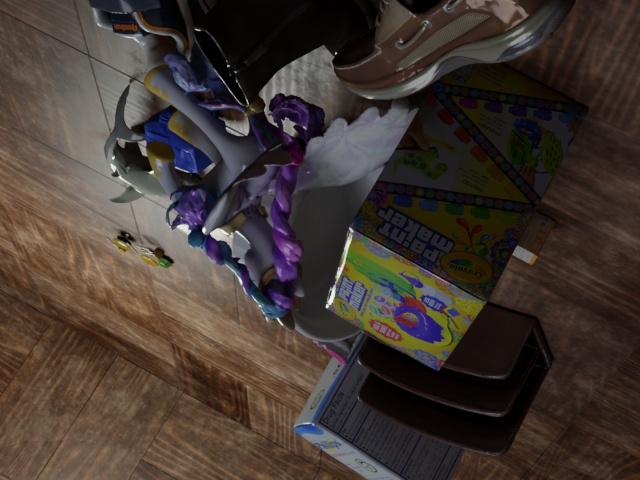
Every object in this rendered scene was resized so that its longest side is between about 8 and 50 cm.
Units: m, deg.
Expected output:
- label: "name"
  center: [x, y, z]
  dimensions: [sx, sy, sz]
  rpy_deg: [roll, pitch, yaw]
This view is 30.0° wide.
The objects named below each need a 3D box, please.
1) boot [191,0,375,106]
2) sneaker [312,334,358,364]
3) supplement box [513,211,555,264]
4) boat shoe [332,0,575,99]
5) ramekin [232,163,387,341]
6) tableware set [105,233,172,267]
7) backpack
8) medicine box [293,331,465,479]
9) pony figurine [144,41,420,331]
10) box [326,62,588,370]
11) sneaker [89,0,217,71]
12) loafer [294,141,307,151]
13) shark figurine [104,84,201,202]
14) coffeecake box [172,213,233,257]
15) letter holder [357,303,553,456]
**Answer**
- label: "boot"
  center: [-0.041, -0.234, 1.386]
  dimensions: [0.090, 0.207, 0.248]
  rpy_deg: [15, 153, 37]
- label: "sneaker"
  center: [0.017, 0.139, 2.300]
  dimensions: [0.103, 0.111, 0.252]
  rpy_deg: [40, 180, -33]
- label: "supplement box"
  center: [0.265, -0.019, 1.651]
  dimensions: [0.098, 0.062, 0.036]
  rpy_deg: [28, 160, 7]
- label: "boat shoe"
  center: [0.121, -0.245, 1.285]
  dimensions: [0.324, 0.123, 0.116]
  rpy_deg: [-14, 126, 48]
- label: "ramekin"
  center: [0.000, 0.000, 1.779]
  dimensions: [0.135, 0.277, 0.277]
  rpy_deg: [21, 158, 44]
- label: "tableware set"
  center: [-0.409, 0.023, 2.724]
  dimensions: [0.154, 0.024, 0.104]
  rpy_deg: [13, 156, 37]
- label: "backpack"
  center: [-0.221, -0.176, 1.925]
  dimensions: [0.120, 0.098, 0.101]
  rpy_deg: [18, 126, 31]
- label: "medicine box"
  center: [0.143, 0.324, 2.302]
  dimensions: [0.289, 0.263, 0.149]
  rpy_deg: [34, 159, -7]
- label: "pony figurine"
  center: [-0.083, -0.098, 1.540]
  dimensions: [0.363, 0.302, 0.351]
  rpy_deg: [56, 142, 19]
- label: "box"
  center: [0.157, -0.032, 1.470]
  dimensions: [0.177, 0.279, 0.290]
  rpy_deg: [29, 160, 6]
- label: "sneaker"
  center: [-0.240, -0.344, 1.531]
  dimensions: [0.126, 0.127, 0.321]
  rpy_deg: [15, 152, 40]
- label: "loafer"
  center: [-0.023, -0.069, 1.910]
  dimensions: [0.080, 0.078, 0.220]
  rpy_deg: [18, 155, 31]
- label: "shark figurine"
  center: [-0.334, -0.161, 2.113]
  dimensions: [0.166, 0.116, 0.278]
  rpy_deg: [-13, 152, 14]
- label: "coffeecake box"
  center: [-0.176, -0.032, 2.217]
  dimensions: [0.142, 0.068, 0.185]
  rpy_deg: [38, 158, -13]
- label: "letter holder"
  center: [0.205, 0.213, 2.040]
  dimensions: [0.301, 0.214, 0.152]
  rpy_deg: [18, 155, 32]
